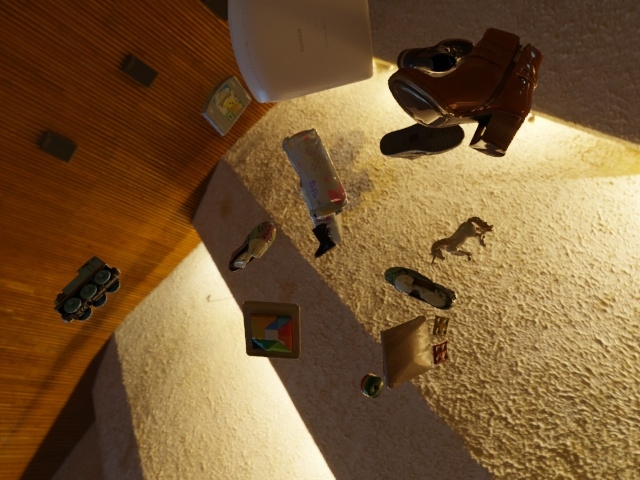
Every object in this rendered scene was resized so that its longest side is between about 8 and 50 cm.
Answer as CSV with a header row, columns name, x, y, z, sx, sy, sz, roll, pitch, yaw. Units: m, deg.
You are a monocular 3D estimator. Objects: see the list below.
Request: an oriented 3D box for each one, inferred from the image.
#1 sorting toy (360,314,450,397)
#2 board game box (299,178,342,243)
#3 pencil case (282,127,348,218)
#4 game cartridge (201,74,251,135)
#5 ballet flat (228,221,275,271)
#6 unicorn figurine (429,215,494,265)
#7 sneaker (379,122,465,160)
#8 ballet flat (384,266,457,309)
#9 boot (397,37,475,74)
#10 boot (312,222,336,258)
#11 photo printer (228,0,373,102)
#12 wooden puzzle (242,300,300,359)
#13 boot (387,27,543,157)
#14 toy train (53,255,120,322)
name,x,y,z,sx,sy,sz,roll,pitch,yaw
sorting toy,0.192,0.245,0.959,0.046,0.274,0.133,4,-76,57
board game box,0.005,-0.165,1.633,0.097,0.304,0.224,-10,-136,9
pencil case,-0.017,-0.204,1.294,0.124,0.273,0.113,-27,-165,-12
game cartridge,-0.146,-0.212,0.651,0.017,0.056,0.083,9,-117,45
ballet flat,-0.209,0.032,1.269,0.221,0.076,0.079,-39,-154,36
unicorn figurine,0.332,0.007,1.013,0.162,0.111,0.060,-58,-155,6
sneaker,0.273,-0.253,1.071,0.221,0.118,0.083,3,-86,40
ballet flat,0.239,0.116,1.023,0.188,0.070,0.070,19,-97,19
boot,0.292,-0.406,0.946,0.197,0.077,0.137,-19,-151,-12
boot,-0.001,0.000,1.543,0.121,0.045,0.099,-39,-102,42
photo printer,-0.043,-0.457,0.938,0.307,0.256,0.107,-17,-146,-9
wooden puzzle,-0.187,0.349,1.611,0.044,0.220,0.239,-74,166,-69
boot,0.285,-0.315,0.800,0.109,0.283,0.220,173,-59,-83
toy train,-0.629,0.133,1.134,0.105,0.080,0.184,28,-116,24
